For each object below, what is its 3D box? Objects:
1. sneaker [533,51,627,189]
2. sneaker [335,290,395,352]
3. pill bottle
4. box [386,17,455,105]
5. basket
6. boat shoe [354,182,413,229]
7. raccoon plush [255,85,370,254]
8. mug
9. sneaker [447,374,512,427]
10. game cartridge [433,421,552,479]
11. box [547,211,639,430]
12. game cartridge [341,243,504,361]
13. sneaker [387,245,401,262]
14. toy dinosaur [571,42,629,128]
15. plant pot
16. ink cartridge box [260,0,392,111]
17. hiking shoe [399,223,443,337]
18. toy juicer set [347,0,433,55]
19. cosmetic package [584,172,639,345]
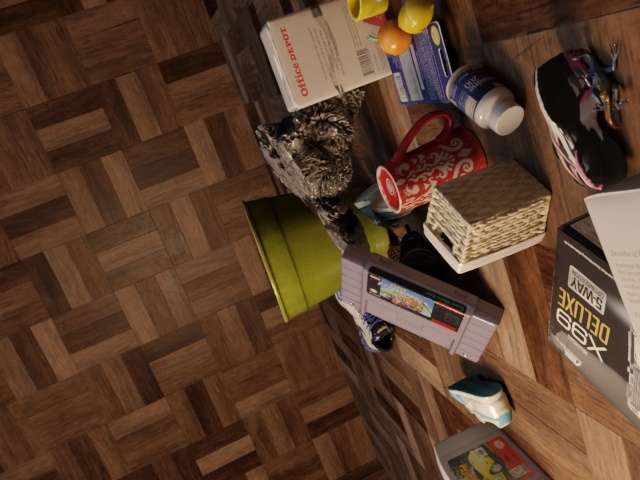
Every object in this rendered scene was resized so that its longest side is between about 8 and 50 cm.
[{"bbox_3d":[0.311,-0.142,0.734,0.077,0.071,0.178,81,170,-87],"label":"sneaker"},{"bbox_3d":[0.179,0.265,2.051,0.316,0.127,0.182,61,166,-8],"label":"sneaker"},{"bbox_3d":[0.248,-0.211,0.878,0.120,0.067,0.067,57,165,40],"label":"pill bottle"},{"bbox_3d":[0.186,-0.313,1.040,0.225,0.036,0.137,-143,32,-70],"label":"box"},{"bbox_3d":[0.261,-0.042,0.914,0.103,0.167,0.113,86,158,-47],"label":"basket"},{"bbox_3d":[0.175,-0.083,1.421,0.099,0.116,0.319,49,173,-12],"label":"boat shoe"},{"bbox_3d":[0.056,-0.208,1.371,0.446,0.299,0.216,58,165,-24],"label":"raccoon plush"},{"bbox_3d":[0.187,-0.138,1.044,0.150,0.169,0.113,66,169,3],"label":"mug"},{"bbox_3d":[0.381,0.388,1.412,0.092,0.087,0.228,65,171,-1],"label":"sneaker"},{"bbox_3d":[0.400,0.552,1.372,0.294,0.196,0.060,43,155,63],"label":"game cartridge"},{"bbox_3d":[0.424,0.137,0.733,0.307,0.076,0.243,54,163,47],"label":"box"},{"bbox_3d":[0.209,0.144,1.299,0.355,0.068,0.230,23,157,16],"label":"game cartridge"},{"bbox_3d":[0.238,0.110,1.589,0.086,0.064,0.192,79,167,-63],"label":"sneaker"},{"bbox_3d":[0.320,-0.184,0.681,0.090,0.047,0.082,65,-167,-54],"label":"toy dinosaur"},{"bbox_3d":[0.000,0.000,1.677,0.366,0.352,0.367,159,90,-84],"label":"plant pot"},{"bbox_3d":[0.020,-0.379,1.164,0.100,0.237,0.172,-154,42,-73],"label":"ink cartridge box"},{"bbox_3d":[0.260,0.110,1.437,0.132,0.113,0.304,-92,-10,-52],"label":"hiking shoe"},{"bbox_3d":[0.112,-0.434,0.914,0.329,0.089,0.209,105,148,-62],"label":"toy juicer set"},{"bbox_3d":[0.374,0.010,0.526,0.151,0.151,0.184,171,77,-79],"label":"cosmetic package"}]
